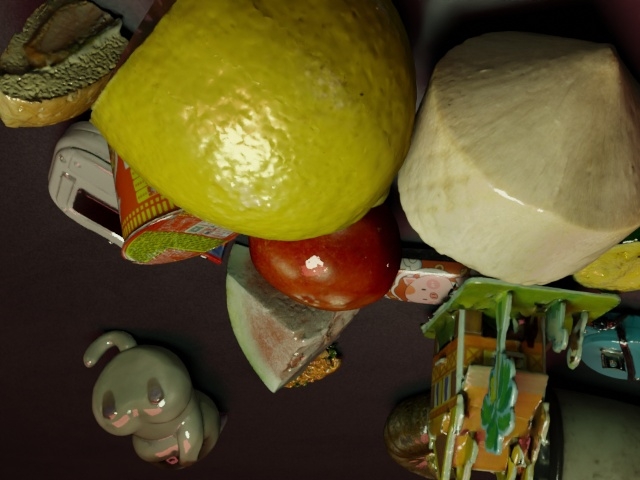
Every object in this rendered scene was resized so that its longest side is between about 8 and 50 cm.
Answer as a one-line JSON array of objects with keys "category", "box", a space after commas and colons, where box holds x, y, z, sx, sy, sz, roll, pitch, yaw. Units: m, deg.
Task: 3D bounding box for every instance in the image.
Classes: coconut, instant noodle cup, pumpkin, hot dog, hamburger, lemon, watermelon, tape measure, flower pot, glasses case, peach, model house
[{"category": "coconut", "box": [0.247, -0.107, 0.906, 0.329, 0.328, 0.328, 10, 141, 8]}, {"category": "instant noodle cup", "box": [-0.216, -0.098, 1.096, 0.193, 0.212, 0.193, -19, 164, -6]}, {"category": "pumpkin", "box": [0.237, 0.418, 1.626, 0.219, 0.162, 0.219, 6, 138, 6]}, {"category": "hot dog", "box": [-0.025, 0.263, 1.612, 0.072, 0.055, 0.188, 35, 138, -20]}, {"category": "hamburger", "box": [-0.349, -0.207, 1.042, 0.135, 0.207, 0.155, 27, 135, -8]}, {"category": "lemon", "box": [-0.045, -0.158, 0.884, 0.365, 0.364, 0.364, 10, 141, 8]}, {"category": "watermelon", "box": [-0.054, 0.138, 1.418, 0.232, 0.193, 0.310, 7, 120, 37]}, {"category": "tape measure", "box": [0.497, 0.173, 1.305, 0.125, 0.081, 0.146, 4, 140, 31]}, {"category": "flower pot", "box": [0.551, 0.428, 1.448, 0.331, 0.293, 0.293, 6, 141, 1]}, {"category": "glasses case", "box": [0.187, 0.060, 1.284, 0.267, 0.067, 0.103, 3, 144, 15]}, {"category": "peach", "box": [0.000, 0.000, 1.171, 0.244, 0.199, 0.243, 15, 166, 4]}, {"category": "watermelon", "box": [0.438, -0.014, 1.056, 0.204, 0.127, 0.232, 1, 154, -10]}, {"category": "model house", "box": [0.297, 0.246, 1.203, 0.243, 0.312, 0.357, 6, 159, -5]}]

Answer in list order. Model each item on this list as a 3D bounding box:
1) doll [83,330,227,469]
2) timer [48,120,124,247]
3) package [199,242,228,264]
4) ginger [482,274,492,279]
[{"category": "doll", "box": [-0.355, 0.376, 1.741, 0.215, 0.226, 0.370, -28, 127, -2]}, {"category": "timer", "box": [-0.312, -0.069, 1.268, 0.262, 0.087, 0.237, 31, 146, -10]}, {"category": "package", "box": [-0.187, -0.022, 1.353, 0.083, 0.022, 0.200, 24, 142, -8]}, {"category": "ginger", "box": [0.266, -0.033, 1.139, 0.115, 0.081, 0.205, -14, 127, 15]}]
